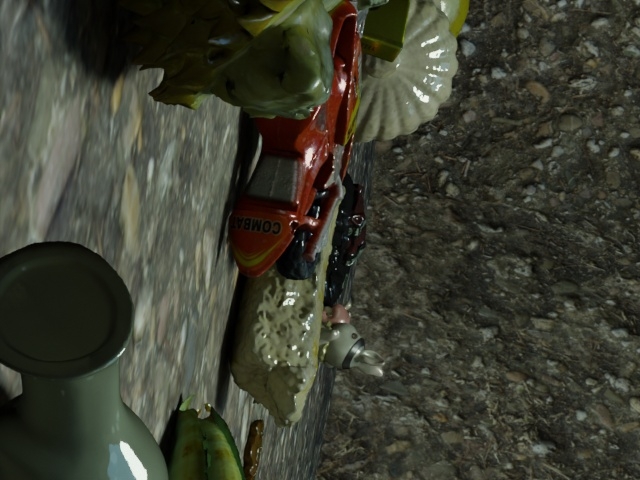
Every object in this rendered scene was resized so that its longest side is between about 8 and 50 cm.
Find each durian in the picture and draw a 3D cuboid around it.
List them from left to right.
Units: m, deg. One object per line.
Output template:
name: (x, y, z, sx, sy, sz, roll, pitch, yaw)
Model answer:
durian: (-0.014, -0.142, 0.679, 0.306, 0.166, 0.172, -56, 157, -79)

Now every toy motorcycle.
toy motorcycle: (-0.015, -0.111, 1.207, 0.171, 0.089, 0.298, 15, 85, -77)

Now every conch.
conch: (-0.089, 0.183, 1.023, 0.106, 0.079, 0.170, 103, -16, -49)

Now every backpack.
backpack: (0.000, -0.001, 1.574, 0.120, 0.106, 0.165, -83, 176, -54)

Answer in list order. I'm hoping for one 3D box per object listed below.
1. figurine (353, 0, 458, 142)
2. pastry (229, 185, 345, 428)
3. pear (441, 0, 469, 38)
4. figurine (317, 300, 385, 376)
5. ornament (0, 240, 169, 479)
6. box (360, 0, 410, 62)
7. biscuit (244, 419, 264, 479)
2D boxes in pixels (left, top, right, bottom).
figurine: (0.057, -0.172, 1.504, 0.332, 0.185, 0.204, 81, -13, -66)
pastry: (-0.034, 0.056, 1.344, 0.121, 0.089, 0.258, 98, 4, -65)
pear: (0.107, -0.323, 1.798, 0.200, 0.200, 0.200, 9, 90, -86)
figurine: (0.017, 0.121, 1.789, 0.081, 0.146, 0.098, 82, 17, -73)
ornament: (-0.106, 0.081, 0.570, 0.075, 0.081, 0.156, 54, -27, 38)
box: (0.034, -0.277, 1.344, 0.030, 0.121, 0.193, 126, -22, -58)
biscuit: (-0.081, 0.261, 1.642, 0.082, 0.016, 0.092, -71, 167, -71)
